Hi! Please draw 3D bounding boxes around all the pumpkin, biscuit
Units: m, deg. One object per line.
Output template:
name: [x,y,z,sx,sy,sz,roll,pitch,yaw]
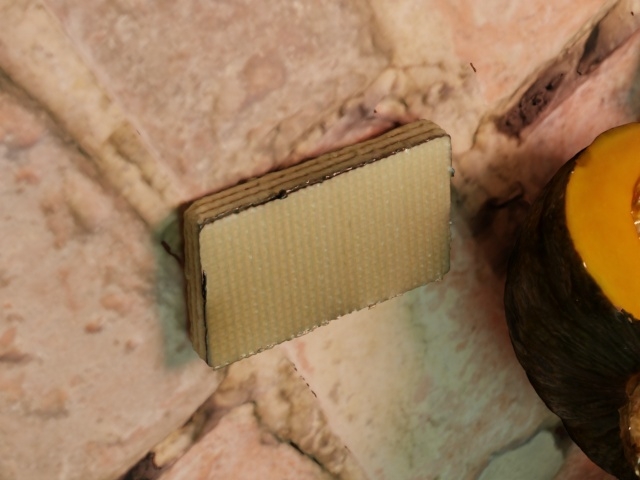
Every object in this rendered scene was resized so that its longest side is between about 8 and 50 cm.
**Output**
pumpkin: [0.255,0.097,1.329,0.242,0.325,0.232,-42,175,-34]
biscuit: [0.000,0.000,1.230,0.199,0.040,0.121,-20,129,-26]
